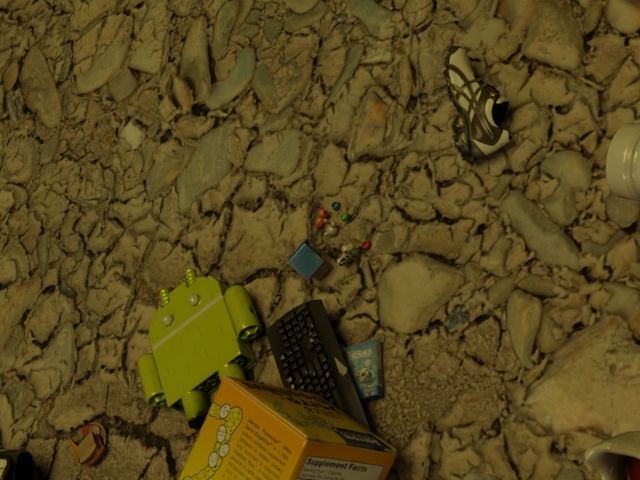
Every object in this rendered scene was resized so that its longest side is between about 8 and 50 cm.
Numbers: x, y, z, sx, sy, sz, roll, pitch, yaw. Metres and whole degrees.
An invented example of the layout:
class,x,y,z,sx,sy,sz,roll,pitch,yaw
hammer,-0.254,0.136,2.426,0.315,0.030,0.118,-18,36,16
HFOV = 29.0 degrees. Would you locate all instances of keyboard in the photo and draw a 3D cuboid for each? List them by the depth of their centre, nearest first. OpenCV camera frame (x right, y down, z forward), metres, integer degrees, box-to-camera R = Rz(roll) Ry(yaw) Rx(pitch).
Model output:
class,x,y,z,sx,sy,sz,roll,pitch,yaw
keyboard,-0.027,0.257,1.867,0.201,0.033,0.317,-43,49,27

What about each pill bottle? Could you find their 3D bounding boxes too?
class,x,y,z,sx,sy,sz,roll,pitch,yaw
pill bottle,0.493,-0.088,1.559,0.246,0.136,0.136,12,77,42

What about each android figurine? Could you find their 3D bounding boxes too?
class,x,y,z,sx,sy,sz,roll,pitch,yaw
android figurine,-0.204,0.170,2.058,0.248,0.056,0.273,-36,52,20

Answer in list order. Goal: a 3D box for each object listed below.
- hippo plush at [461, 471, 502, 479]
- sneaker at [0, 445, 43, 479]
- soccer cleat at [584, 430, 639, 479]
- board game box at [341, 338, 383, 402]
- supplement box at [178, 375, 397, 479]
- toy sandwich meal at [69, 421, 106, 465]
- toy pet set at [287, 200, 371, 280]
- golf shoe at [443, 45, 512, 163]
class,x,y,z,sx,sy,sz,roll,pitch,yaw
hippo plush,0.141,0.454,1.532,0.236,0.294,0.234,-40,78,42
sneaker,-0.626,0.389,2.247,0.257,0.169,0.447,-28,61,15
soccer cleat,0.378,0.370,1.372,0.116,0.143,0.331,-42,50,41
board game box,0.052,0.201,1.856,0.090,0.020,0.090,-20,57,31
supplement box,-0.083,0.397,1.713,0.195,0.194,0.356,29,97,44
toy sandwich meal,-0.405,0.353,2.146,0.085,0.029,0.085,-18,58,32
toy pet set,0.000,0.000,1.967,0.114,0.065,0.122,-48,47,10
golf shoe,0.243,-0.215,1.880,0.094,0.077,0.198,-16,66,20
